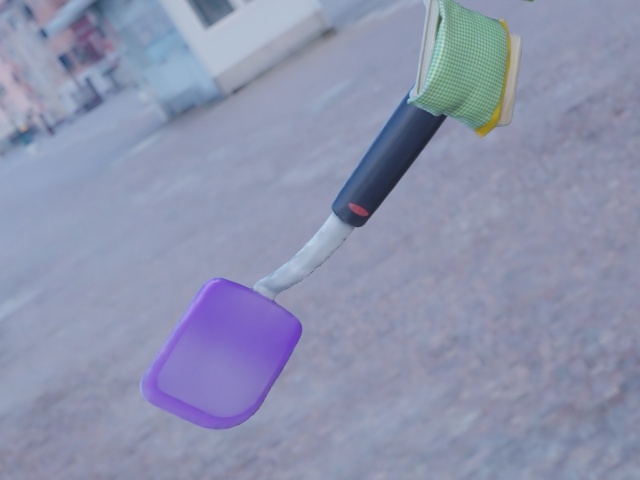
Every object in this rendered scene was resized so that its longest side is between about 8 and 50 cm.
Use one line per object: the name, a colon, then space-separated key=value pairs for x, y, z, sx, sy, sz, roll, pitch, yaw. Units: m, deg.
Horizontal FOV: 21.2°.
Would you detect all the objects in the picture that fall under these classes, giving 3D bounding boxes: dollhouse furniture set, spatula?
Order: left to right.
spatula: x=0.000 y=0.000 z=1.063 sx=0.296 sy=0.084 sz=0.030 roll=-50 pitch=29 yaw=18
dollhouse furniture set: x=0.099 y=-0.131 z=0.884 sx=0.058 sy=0.152 sz=0.076 roll=4 pitch=-8 yaw=38
